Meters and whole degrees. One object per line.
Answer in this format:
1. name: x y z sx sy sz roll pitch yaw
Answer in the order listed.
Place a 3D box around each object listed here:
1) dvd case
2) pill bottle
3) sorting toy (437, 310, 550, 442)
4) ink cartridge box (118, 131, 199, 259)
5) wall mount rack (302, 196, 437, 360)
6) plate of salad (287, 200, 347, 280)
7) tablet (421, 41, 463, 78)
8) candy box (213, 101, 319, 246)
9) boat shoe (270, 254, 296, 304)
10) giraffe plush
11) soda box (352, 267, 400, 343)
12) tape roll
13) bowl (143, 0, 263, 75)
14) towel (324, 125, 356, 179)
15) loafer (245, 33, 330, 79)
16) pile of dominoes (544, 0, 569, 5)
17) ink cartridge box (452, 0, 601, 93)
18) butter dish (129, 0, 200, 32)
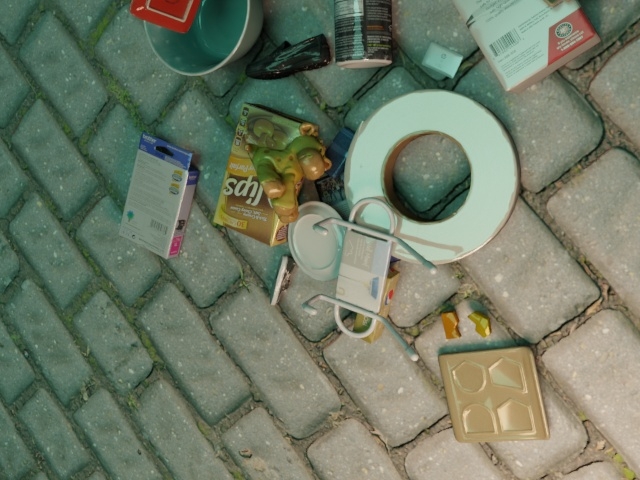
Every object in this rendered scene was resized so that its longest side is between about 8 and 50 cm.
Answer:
1. dvd case: 0.099 -0.055 1.679 0.180 0.022 0.253 -19 88 29
2. pill bottle: 0.095 -0.515 1.555 0.130 0.130 0.245 2 98 27
3. sorting toy: 0.380 0.302 1.579 0.229 0.041 0.307 -11 92 33
4. ink cartridge box: -0.442 -0.125 1.926 0.186 0.065 0.311 24 110 22
5. wall mount rack: 0.115 0.095 1.534 0.304 0.130 0.350 19 114 25
6. plate of salad: 0.000 0.000 1.711 0.200 0.048 0.199 12 109 37
7. tablet: 0.270 -0.400 1.551 0.083 0.006 0.054 31 110 20
8. candy box: -0.139 -0.165 1.748 0.183 0.087 0.316 23 106 21
9. boat shoe: -0.097 0.105 1.790 0.040 0.049 0.142 12 110 -15
10. giraffe plush: -0.059 -0.169 1.604 0.171 0.181 0.210 -26 67 0
11. soda box: 0.130 0.150 1.657 0.058 0.061 0.181 23 115 23
12. tape roll: 0.242 -0.141 1.550 0.392 0.072 0.391 3 98 22
13. bowl: -0.262 -0.556 1.715 0.312 0.163 0.311 4 99 28
14. towel: 0.048 -0.208 1.668 0.067 0.029 0.119 40 100 23
15. loafer: -0.081 -0.442 1.691 0.223 0.076 0.078 -9 88 23
16. pile of dominoes: 0.492 -0.550 1.327 0.251 0.040 0.196 -17 83 0
17. ink cartridge box: 0.403 -0.466 1.411 0.197 0.114 0.272 -31 83 27
18. butter dish: -0.361 -0.583 1.605 0.118 0.160 0.159 46 117 40
